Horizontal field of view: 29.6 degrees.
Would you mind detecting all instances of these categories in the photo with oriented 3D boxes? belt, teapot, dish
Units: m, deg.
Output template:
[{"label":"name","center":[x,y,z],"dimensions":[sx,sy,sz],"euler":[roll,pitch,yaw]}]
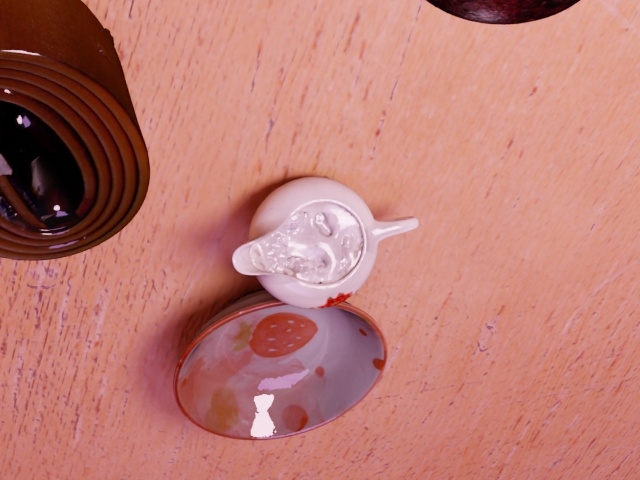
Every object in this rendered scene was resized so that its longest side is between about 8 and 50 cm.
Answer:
[{"label":"belt","center":[-0.279,-0.112,1.082],"dimensions":[0.217,0.122,0.339],"euler":[-20,151,1]},{"label":"teapot","center":[0.000,0.000,1.334],"dimensions":[0.226,0.092,0.145],"euler":[-15,99,-19]},{"label":"dish","center":[-0.054,0.130,1.465],"dimensions":[0.260,0.085,0.260],"euler":[-9,137,-9]}]

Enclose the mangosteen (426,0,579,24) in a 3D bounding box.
[{"label":"mangosteen","center":[0.113,-0.281,0.915],"dimensions":[0.265,0.228,0.228],"euler":[15,132,5]}]
